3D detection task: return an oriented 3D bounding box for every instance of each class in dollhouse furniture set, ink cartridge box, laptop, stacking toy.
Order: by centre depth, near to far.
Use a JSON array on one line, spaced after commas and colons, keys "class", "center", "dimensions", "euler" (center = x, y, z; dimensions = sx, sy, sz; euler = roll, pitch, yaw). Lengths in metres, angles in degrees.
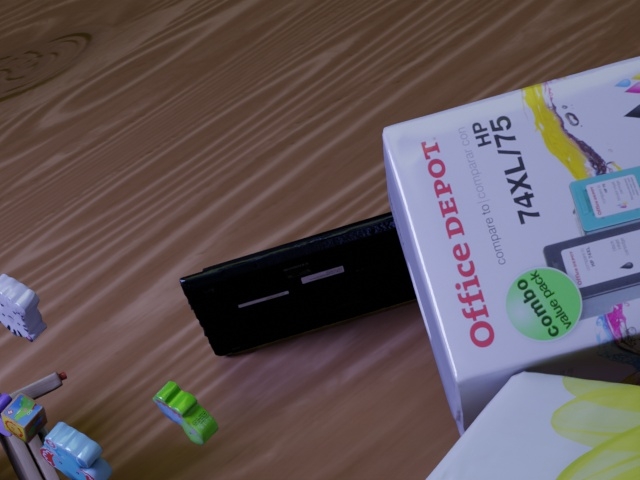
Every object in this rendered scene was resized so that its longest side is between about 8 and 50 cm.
[{"class": "stacking toy", "center": [-0.205, 0.137, 1.361], "dimensions": [0.221, 0.052, 0.167], "euler": [30, 59, 21]}, {"class": "ink cartridge box", "center": [0.201, 0.002, 1.384], "dimensions": [0.270, 0.197, 0.198], "euler": [-16, 72, 0]}, {"class": "dollhouse furniture set", "center": [-0.242, 0.192, 1.489], "dimensions": [0.129, 0.129, 0.184], "euler": [-26, -1, -18]}, {"class": "laptop", "center": [0.000, 0.000, 1.651], "dimensions": [0.234, 0.264, 0.136], "euler": [-17, 65, 0]}]

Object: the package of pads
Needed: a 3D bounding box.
[{"class": "package of pads", "center": [0.152, 0.203, 1.146], "dimensions": [0.229, 0.101, 0.296], "euler": [6, 35, 35]}]
